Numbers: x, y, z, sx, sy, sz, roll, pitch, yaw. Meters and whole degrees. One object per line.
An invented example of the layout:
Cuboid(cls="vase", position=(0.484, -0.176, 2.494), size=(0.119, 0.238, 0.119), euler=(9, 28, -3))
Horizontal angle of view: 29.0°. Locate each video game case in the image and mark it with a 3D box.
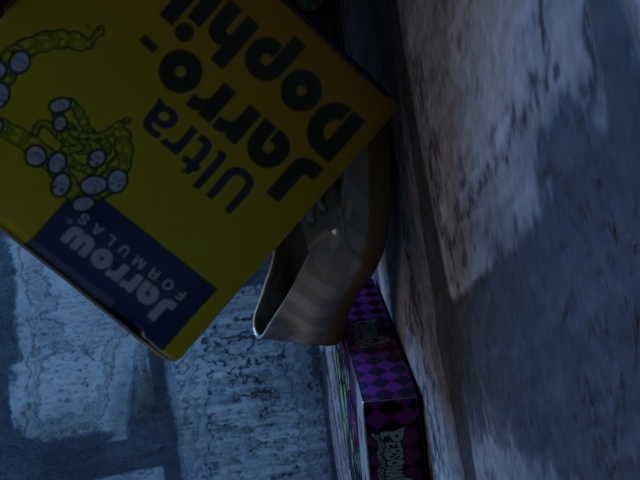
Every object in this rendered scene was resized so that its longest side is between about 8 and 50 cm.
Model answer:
Cuboid(cls="video game case", position=(0.044, 0.162, 0.895), size=(0.232, 0.042, 0.210), euler=(-105, 9, -72))

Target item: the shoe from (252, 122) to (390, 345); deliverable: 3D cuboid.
Cuboid(cls="shoe", position=(0.000, 0.000, 0.800), size=(0.219, 0.058, 0.076), euler=(106, 159, -48))

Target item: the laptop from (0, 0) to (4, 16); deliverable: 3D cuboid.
Cuboid(cls="laptop", position=(-0.131, -0.379, 0.686), size=(0.236, 0.408, 0.382), euler=(43, -176, -25))

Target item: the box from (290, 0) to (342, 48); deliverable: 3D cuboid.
Cuboid(cls="box", position=(-0.012, -0.220, 1.006), size=(0.114, 0.036, 0.207), euler=(-111, 13, -80))

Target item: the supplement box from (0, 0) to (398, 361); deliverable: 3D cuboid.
Cuboid(cls="supplement box", position=(-0.125, -0.104, 0.802), size=(0.194, 0.195, 0.356), euler=(40, -177, -21))
